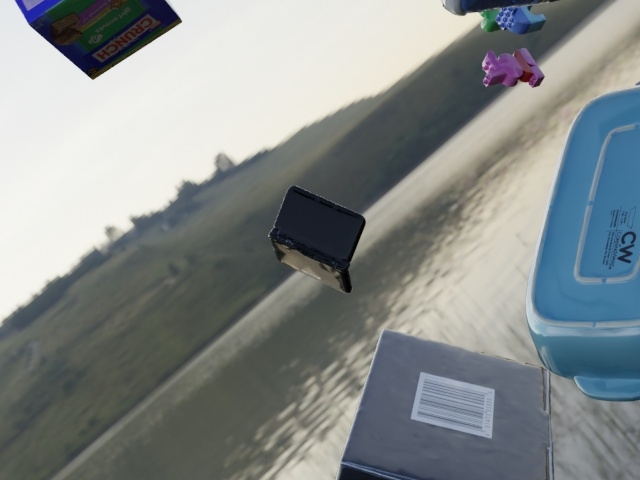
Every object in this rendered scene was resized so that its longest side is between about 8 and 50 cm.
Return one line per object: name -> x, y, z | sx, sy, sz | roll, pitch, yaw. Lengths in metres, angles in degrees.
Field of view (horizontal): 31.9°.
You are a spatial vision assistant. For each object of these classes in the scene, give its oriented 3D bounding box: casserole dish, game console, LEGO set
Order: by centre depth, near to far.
casserole dish -> 0.160, -0.012, 0.567 | 0.114, 0.037, 0.188 | -5, 59, 44
LEGO set -> 0.185, -0.289, 1.348 | 0.093, 0.227, 0.087 | -18, -25, -23
game console -> 0.000, 0.000, 1.509 | 0.071, 0.122, 0.107 | -56, -24, -22

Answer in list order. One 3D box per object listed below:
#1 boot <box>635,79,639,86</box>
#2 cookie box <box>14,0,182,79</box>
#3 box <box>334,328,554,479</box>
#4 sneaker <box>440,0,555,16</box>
boot -> 0.381, -0.027, 1.049 | 0.091, 0.263, 0.229 | -29, 12, 20
cookie box -> -0.170, -0.181, 0.862 | 0.091, 0.040, 0.107 | -32, -21, 5
box -> 0.153, 0.457, 1.693 | 0.480, 0.297, 0.472 | -60, -19, -70
sneaker -> 0.182, -0.220, 0.852 | 0.211, 0.081, 0.080 | -28, -37, -22
